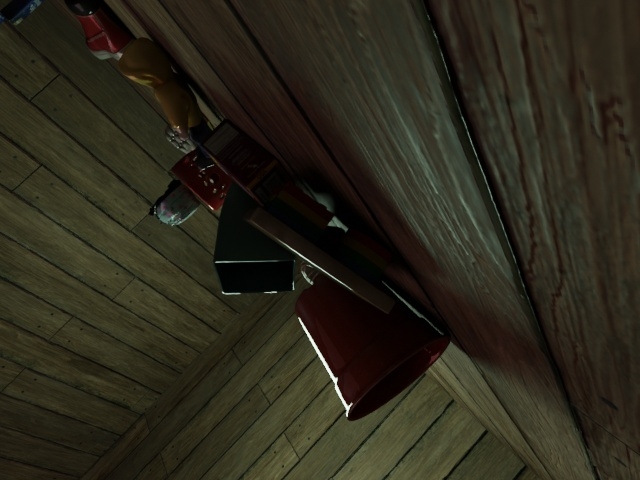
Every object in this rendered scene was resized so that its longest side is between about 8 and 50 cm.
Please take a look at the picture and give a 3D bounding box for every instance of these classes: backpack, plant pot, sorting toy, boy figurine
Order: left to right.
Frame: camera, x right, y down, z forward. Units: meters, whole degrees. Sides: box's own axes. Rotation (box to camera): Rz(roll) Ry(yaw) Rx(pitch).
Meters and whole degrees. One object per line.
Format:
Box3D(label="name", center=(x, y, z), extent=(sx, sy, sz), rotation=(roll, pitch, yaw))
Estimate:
Box3D(label="boy figurine", center=(-0.302, -0.279, 0.924), extent=(0.285, 0.092, 0.177), rotation=(55, -168, -48))
Box3D(label="backpack", center=(-0.459, -0.119, 1.410), extent=(0.115, 0.152, 0.182), rotation=(40, 162, -17))
Box3D(label="plant pot", center=(-0.347, -0.215, 1.401), extent=(0.191, 0.174, 0.191), rotation=(45, 175, 5))
Box3D(label="plant pot", center=(-0.146, -0.020, 1.003), extent=(0.165, 0.165, 0.234), rotation=(98, 169, -60))
Box3D(label="sorting toy", center=(0.000, 0.000, 0.768), extent=(0.255, 0.089, 0.257), rotation=(35, 175, -12))
Box3D(label="plant pot", center=(0.093, 0.202, 0.977), extent=(0.265, 0.272, 0.272), rotation=(50, 178, 29))

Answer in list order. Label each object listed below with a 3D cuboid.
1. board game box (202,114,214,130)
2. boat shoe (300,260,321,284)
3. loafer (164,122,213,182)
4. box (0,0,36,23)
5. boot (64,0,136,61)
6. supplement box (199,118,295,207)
Box3D(label="board game box", center=(-0.401, -0.390, 1.227), extent=(0.259, 0.039, 0.124), rotation=(42, 174, 1))
Box3D(label="boat shoe", center=(0.025, 0.139, 1.706), extent=(0.257, 0.095, 0.095), rotation=(42, -145, -26))
Box3D(label="loafer", center=(-0.451, -0.339, 1.698), extent=(0.319, 0.112, 0.111), rotation=(47, -150, -14))
Box3D(label="box", center=(-0.852, -0.692, 1.274), extent=(0.036, 0.225, 0.136), rotation=(47, 174, -32))
Box3D(label="boot", center=(-0.547, -0.526, 1.045), extent=(0.244, 0.088, 0.176), rotation=(28, 164, 44))
Box3D(label="supplement box", center=(-0.151, -0.155, 0.910), extent=(0.188, 0.081, 0.104), rotation=(42, 174, 30))
